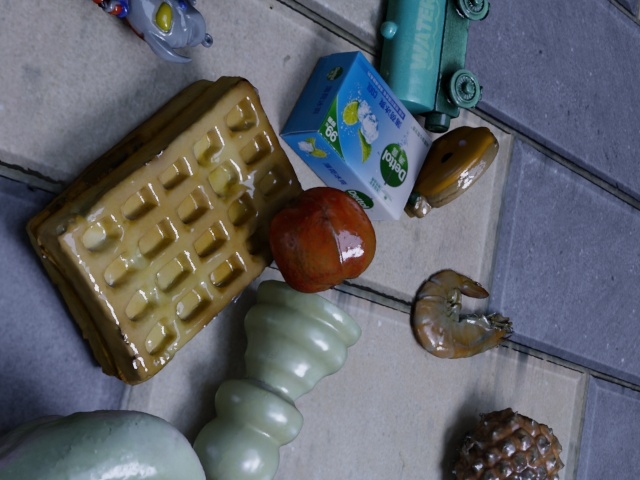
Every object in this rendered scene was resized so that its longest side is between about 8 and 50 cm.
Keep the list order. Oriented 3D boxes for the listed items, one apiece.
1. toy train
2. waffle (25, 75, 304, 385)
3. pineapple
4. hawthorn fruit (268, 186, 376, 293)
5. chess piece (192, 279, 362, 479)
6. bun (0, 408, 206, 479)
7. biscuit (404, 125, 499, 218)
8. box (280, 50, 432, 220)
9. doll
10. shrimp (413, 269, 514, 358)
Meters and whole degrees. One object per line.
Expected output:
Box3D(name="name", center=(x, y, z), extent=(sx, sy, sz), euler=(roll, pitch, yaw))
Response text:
Box3D(name="toy train", center=(0.151, -0.281, 1.633), extent=(0.159, 0.101, 0.248), euler=(11, 81, -33))
Box3D(name="waffle", center=(-0.162, -0.020, 1.297), extent=(0.328, 0.098, 0.224), euler=(-46, 121, -35))
Box3D(name="pineapple", center=(0.272, 0.353, 1.719), extent=(0.166, 0.166, 0.193), euler=(46, 58, -37))
Box3D(name="hawthorn fruit", center=(0.000, 0.000, 1.322), extent=(0.128, 0.128, 0.128), euler=(0, 91, -47))
Box3D(name="chess piece", center=(-0.064, 0.190, 1.381), extent=(0.144, 0.144, 0.251), euler=(41, 67, -39))
Box3D(name="bun", center=(-0.261, 0.270, 1.131), extent=(0.293, 0.187, 0.293), euler=(-28, 137, -31))
Box3D(name="biscuit", center=(0.165, -0.103, 1.601), extent=(0.050, 0.170, 0.170), euler=(48, 56, -17))
Box3D(name="box", center=(0.052, -0.136, 1.537), extent=(0.194, 0.073, 0.139), euler=(45, 59, -37))
Box3D(name="doll", center=(-0.195, -0.264, 1.283), extent=(0.194, 0.062, 0.104), euler=(27, 28, -38))
Box3D(name="shrimp", center=(0.220, 0.111, 1.747), extent=(0.236, 0.053, 0.133), euler=(0, 70, -43))
